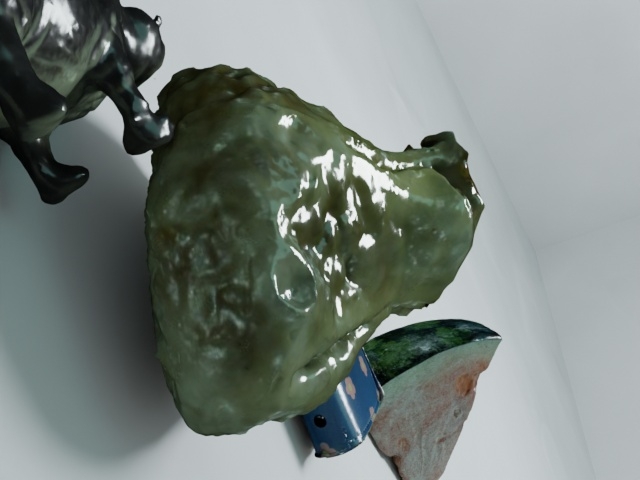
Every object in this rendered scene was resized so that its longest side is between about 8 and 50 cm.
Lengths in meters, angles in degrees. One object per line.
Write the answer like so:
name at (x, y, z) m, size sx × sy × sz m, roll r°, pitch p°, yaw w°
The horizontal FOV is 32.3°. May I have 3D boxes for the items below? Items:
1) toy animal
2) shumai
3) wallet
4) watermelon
toy animal at (-0.156, -0.112, 0.610) m, size 0.168 × 0.106 × 0.343 m, roll 59°, pitch 11°, yaw -11°
shumai at (0.000, 0.000, 0.713) m, size 0.261 × 0.221 × 0.225 m, roll -87°, pitch 175°, yaw -60°
wallet at (-0.008, 0.071, 0.964) m, size 0.141 × 0.059 × 0.202 m, roll -43°, pitch 112°, yaw -76°
watermelon at (0.084, 0.166, 1.196) m, size 0.207 × 0.136 × 0.202 m, roll 167°, pitch -57°, yaw -79°
